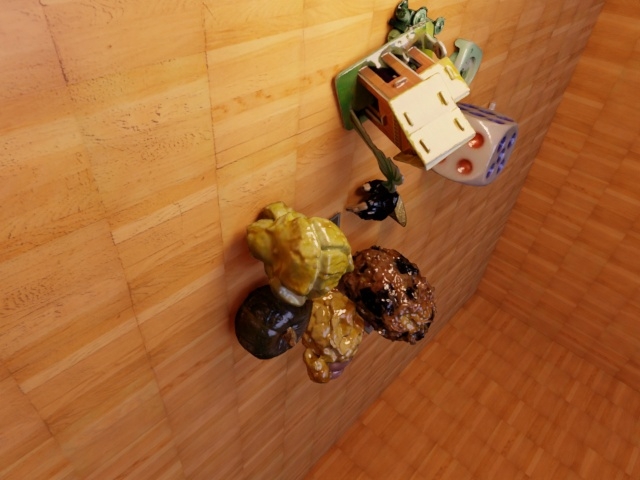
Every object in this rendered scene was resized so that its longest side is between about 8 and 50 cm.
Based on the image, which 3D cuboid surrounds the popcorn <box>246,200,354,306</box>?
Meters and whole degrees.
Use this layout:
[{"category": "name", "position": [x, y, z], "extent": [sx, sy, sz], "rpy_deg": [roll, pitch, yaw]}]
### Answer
[{"category": "popcorn", "position": [-0.061, 0.034, 1.160], "extent": [0.226, 0.277, 0.276], "rpy_deg": [-22, 137, -53]}]

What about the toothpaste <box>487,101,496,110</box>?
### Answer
[{"category": "toothpaste", "position": [0.762, -0.546, 2.065], "extent": [0.048, 0.031, 0.190], "rpy_deg": [-39, 150, -35]}]

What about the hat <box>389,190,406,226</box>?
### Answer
[{"category": "hat", "position": [0.277, -0.115, 1.735], "extent": [0.146, 0.067, 0.145], "rpy_deg": [38, 45, -52]}]

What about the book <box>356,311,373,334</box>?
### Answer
[{"category": "book", "position": [0.222, 0.267, 1.948], "extent": [0.231, 0.162, 0.022], "rpy_deg": [-50, -179, -12]}]

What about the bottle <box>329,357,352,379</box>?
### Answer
[{"category": "bottle", "position": [0.069, 0.428, 1.860], "extent": [0.206, 0.173, 0.296], "rpy_deg": [-46, 156, -59]}]

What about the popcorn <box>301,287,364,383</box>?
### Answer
[{"category": "popcorn", "position": [0.027, 0.335, 1.589], "extent": [0.265, 0.225, 0.331], "rpy_deg": [25, 73, -48]}]

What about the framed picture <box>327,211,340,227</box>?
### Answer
[{"category": "framed picture", "position": [0.000, 0.000, 1.473], "extent": [0.183, 0.011, 0.141], "rpy_deg": [-36, 146, -31]}]

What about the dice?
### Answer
[{"category": "dice", "position": [0.573, -0.368, 1.718], "extent": [0.243, 0.259, 0.251], "rpy_deg": [-24, 138, -47]}]

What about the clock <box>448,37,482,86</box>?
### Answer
[{"category": "clock", "position": [0.474, -0.575, 1.551], "extent": [0.159, 0.066, 0.210], "rpy_deg": [-5, 124, -55]}]

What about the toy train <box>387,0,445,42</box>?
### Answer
[{"category": "toy train", "position": [0.253, -0.561, 1.213], "extent": [0.200, 0.083, 0.132], "rpy_deg": [-13, 136, -48]}]

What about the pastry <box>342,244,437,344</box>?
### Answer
[{"category": "pastry", "position": [0.250, 0.185, 1.698], "extent": [0.338, 0.405, 0.292], "rpy_deg": [30, 113, -33]}]

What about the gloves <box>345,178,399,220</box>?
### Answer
[{"category": "gloves", "position": [0.175, -0.125, 1.519], "extent": [0.203, 0.124, 0.164], "rpy_deg": [-38, 129, -43]}]

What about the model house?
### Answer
[{"category": "model house", "position": [0.261, -0.303, 1.176], "extent": [0.301, 0.323, 0.340], "rpy_deg": [-32, 148, -6]}]

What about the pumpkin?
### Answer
[{"category": "pumpkin", "position": [-0.130, 0.247, 1.342], "extent": [0.260, 0.189, 0.260], "rpy_deg": [-36, 144, -31]}]
